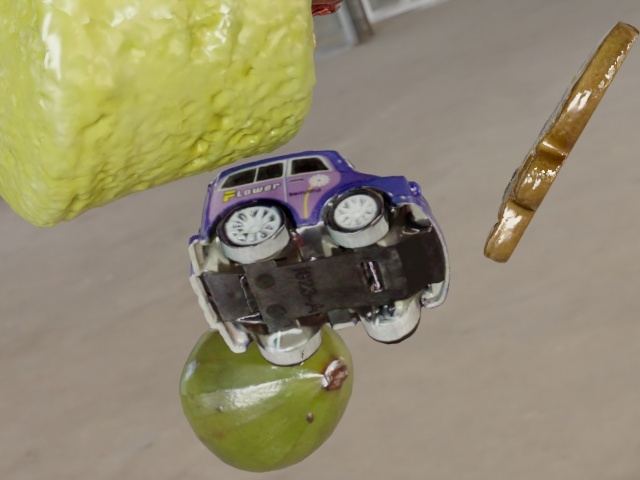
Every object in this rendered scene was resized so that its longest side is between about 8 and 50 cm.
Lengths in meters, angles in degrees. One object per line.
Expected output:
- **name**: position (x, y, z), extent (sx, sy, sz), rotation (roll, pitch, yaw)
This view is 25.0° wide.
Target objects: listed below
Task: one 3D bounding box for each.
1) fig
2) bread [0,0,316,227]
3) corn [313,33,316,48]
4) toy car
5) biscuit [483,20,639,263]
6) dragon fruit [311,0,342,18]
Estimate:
- **fig**: position (-0.052, 0.177, 1.718), extent (0.203, 0.203, 0.225), rotation (-29, 11, -33)
- **bread**: position (-0.179, -0.197, 1.306), extent (0.307, 0.348, 0.348), rotation (-8, 7, -23)
- **corn**: position (-0.103, -0.252, 2.055), extent (0.101, 0.101, 0.291), rotation (-10, 18, 39)
- **toy car**: position (0.000, 0.000, 1.350), extent (0.235, 0.172, 0.158), rotation (-10, 45, 9)
- **biscuit**: position (0.213, -0.091, 1.288), extent (0.236, 0.039, 0.180), rotation (-61, -8, 22)
- **dragon fruit**: position (-0.060, -0.387, 1.700), extent (0.244, 0.299, 0.244), rotation (-36, 30, 25)
